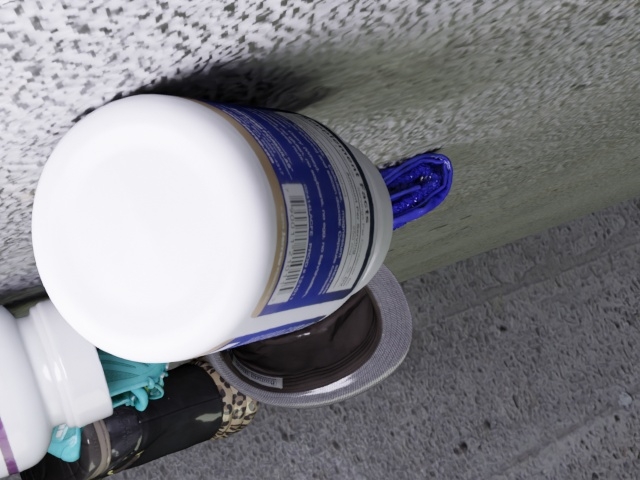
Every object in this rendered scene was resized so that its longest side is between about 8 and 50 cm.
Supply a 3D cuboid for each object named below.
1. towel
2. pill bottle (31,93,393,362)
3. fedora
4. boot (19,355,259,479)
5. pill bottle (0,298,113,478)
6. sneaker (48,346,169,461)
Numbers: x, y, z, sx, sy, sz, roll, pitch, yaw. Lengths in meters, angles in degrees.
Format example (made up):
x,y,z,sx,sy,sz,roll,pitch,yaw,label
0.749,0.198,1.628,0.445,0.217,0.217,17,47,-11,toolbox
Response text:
x,y,z,sx,sy,sz,roll,pitch,yaw,label
0.000,0.000,1.560,0.227,0.076,0.308,-17,174,-20,towel
-0.052,-0.010,0.904,0.153,0.153,0.264,-22,173,20,pill bottle
-0.020,0.091,1.857,0.275,0.244,0.124,-24,-157,11,fedora
-0.277,0.259,2.026,0.284,0.138,0.377,-16,175,-29,boot
-0.355,0.153,1.317,0.301,0.169,0.169,-19,174,-14,pill bottle
-0.201,0.124,1.492,0.275,0.110,0.107,-42,167,-25,sneaker
